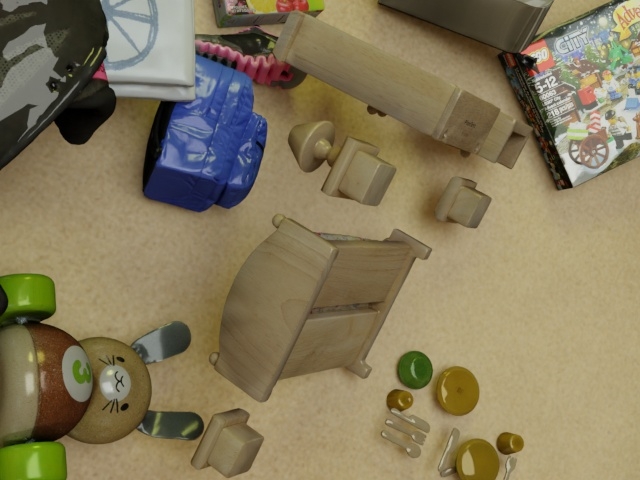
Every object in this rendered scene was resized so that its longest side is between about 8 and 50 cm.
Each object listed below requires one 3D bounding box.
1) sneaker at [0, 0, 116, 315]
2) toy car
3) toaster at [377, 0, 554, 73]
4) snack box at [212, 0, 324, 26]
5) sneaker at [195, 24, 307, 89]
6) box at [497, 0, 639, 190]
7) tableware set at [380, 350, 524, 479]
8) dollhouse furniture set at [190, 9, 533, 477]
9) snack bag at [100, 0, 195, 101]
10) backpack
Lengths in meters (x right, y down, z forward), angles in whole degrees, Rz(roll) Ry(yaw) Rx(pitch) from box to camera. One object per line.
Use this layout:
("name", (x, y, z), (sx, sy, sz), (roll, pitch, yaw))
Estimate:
("sneaker", (-0.234, -0.164, 0.737), (0.202, 0.185, 0.483), (17, 90, -18))
("toy car", (-0.181, 0.118, 0.839), (0.188, 0.149, 0.155), (2, 72, -33))
("toaster", (0.165, -0.285, 1.015), (0.185, 0.110, 0.168), (22, 76, 1))
("snack box", (-0.059, -0.277, 0.986), (0.100, 0.037, 0.141), (-9, 86, -24))
("sneaker", (-0.071, -0.178, 0.971), (0.119, 0.047, 0.057), (8, 58, -22))
("box", (0.323, -0.172, 1.095), (0.233, 0.044, 0.159), (-26, 93, -10))
("tableware set", (0.130, 0.177, 1.012), (0.154, 0.024, 0.104), (30, 70, -15))
("dollhouse furniture set", (0.000, 0.000, 0.945), (0.174, 0.303, 0.355), (32, 102, 25))
("snack bag", (-0.272, -0.268, 0.833), (0.342, 0.037, 0.323), (-2, 84, -13))
("backpack", (-0.099, -0.093, 0.916), (0.101, 0.098, 0.120), (17, 68, -18))
